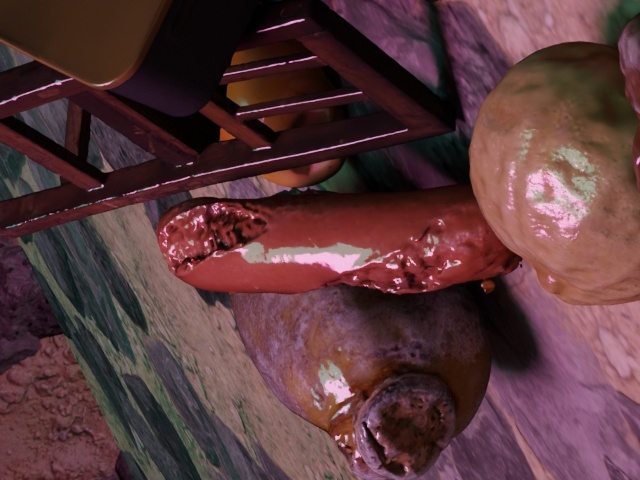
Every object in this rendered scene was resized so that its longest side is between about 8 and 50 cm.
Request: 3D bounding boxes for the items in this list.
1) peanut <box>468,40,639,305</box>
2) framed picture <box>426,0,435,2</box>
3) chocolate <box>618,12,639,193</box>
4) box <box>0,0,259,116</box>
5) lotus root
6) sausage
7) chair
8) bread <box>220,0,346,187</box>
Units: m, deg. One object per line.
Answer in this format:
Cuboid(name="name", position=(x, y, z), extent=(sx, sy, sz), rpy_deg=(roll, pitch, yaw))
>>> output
Cuboid(name="peanut", position=(0.145, -0.030, 0.981), extent=(0.140, 0.109, 0.159), rpy_deg=(47, 158, 46))
Cuboid(name="framed picture", position=(0.019, -0.200, 0.989), extent=(0.244, 0.013, 0.324), rpy_deg=(25, 173, -18))
Cuboid(name="chocolate", position=(0.211, -0.009, 0.845), extent=(0.148, 0.093, 0.214), rpy_deg=(44, 158, 50))
Cuboid(name="box", position=(-0.133, -0.172, 1.158), extent=(0.201, 0.144, 0.090), rpy_deg=(27, -177, 37))
Cuboid(name="lotus root", position=(0.021, 0.054, 1.437), extent=(0.349, 0.175, 0.175), rpy_deg=(48, 161, 54))
Cuboid(name="sausage", position=(-0.001, 0.000, 1.295), extent=(0.326, 0.087, 0.079), rpy_deg=(-2, 103, 37))
Cuboid(name="chair", position=(-0.122, -0.175, 1.335), extent=(0.203, 0.416, 0.241), rpy_deg=(35, -129, -48))
Cuboid(name="bread", position=(-0.090, -0.165, 1.528), extent=(0.305, 0.091, 0.142), rpy_deg=(50, 167, 35))
